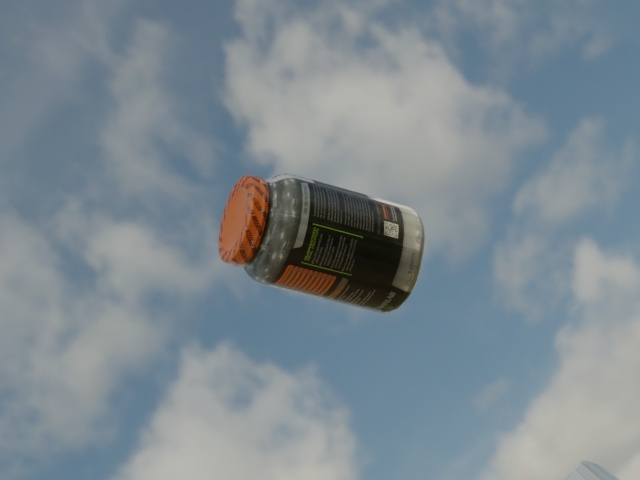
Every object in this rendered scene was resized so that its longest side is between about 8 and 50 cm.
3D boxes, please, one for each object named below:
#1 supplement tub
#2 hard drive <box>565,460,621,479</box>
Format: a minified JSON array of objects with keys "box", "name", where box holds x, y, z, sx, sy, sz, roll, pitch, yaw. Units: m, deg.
[{"box":[0.000,0.000,1.351,0.190,0.117,0.117,15,-58,-21],"name":"supplement tub"},{"box":[0.306,0.267,0.899,0.047,0.233,0.353,-54,6,0],"name":"hard drive"}]
